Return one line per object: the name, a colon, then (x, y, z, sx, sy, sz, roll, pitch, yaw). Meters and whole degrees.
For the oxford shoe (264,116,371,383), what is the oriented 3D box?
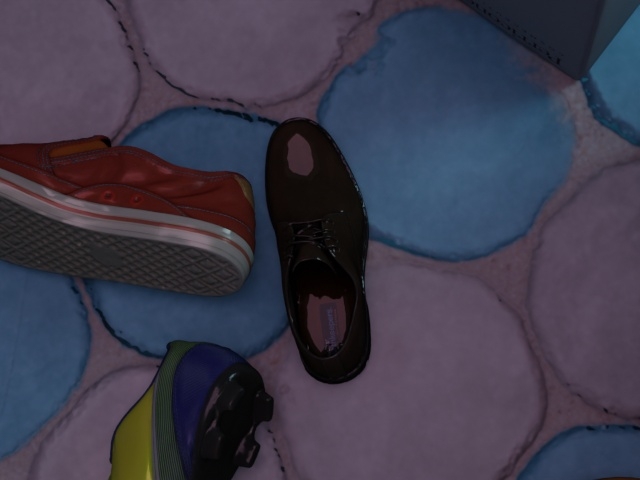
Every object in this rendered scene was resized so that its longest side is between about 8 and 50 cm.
oxford shoe: (0.000, 0.000, 1.404, 0.082, 0.096, 0.227, -13, 77, 4)

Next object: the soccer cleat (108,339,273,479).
soccer cleat: (-0.141, 0.218, 1.393, 0.121, 0.093, 0.289, 24, 86, 39)

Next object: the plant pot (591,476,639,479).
plant pot: (0.237, 0.279, 1.285, 0.205, 0.188, 0.205, -1, 80, 4)

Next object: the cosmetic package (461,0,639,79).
cosmetic package: (0.164, -0.299, 1.262, 0.230, 0.453, 0.161, 36, 85, 10)

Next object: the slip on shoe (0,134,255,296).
slip on shoe: (-0.210, -0.039, 1.427, 0.331, 0.123, 0.101, 12, 58, 7)
